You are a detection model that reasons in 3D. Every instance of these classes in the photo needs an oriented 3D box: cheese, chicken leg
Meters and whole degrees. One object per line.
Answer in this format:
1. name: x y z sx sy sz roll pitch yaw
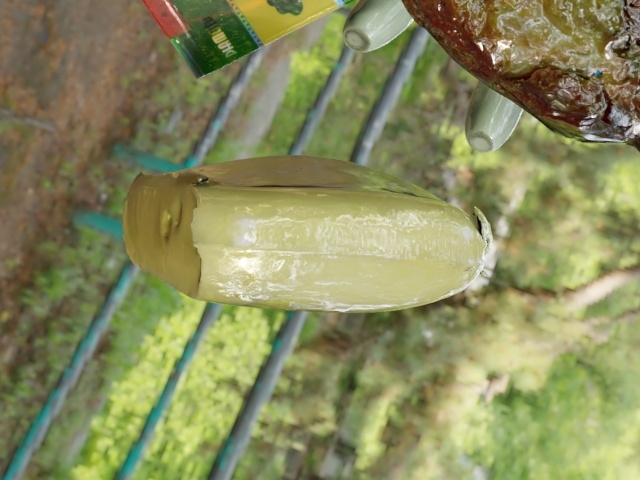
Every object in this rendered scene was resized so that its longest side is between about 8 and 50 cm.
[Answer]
1. cheese: 0.000 0.000 1.195 0.259 0.315 0.128 26 -67 60
2. chicken leg: 0.083 -0.140 0.653 0.106 0.253 0.051 -32 171 -3

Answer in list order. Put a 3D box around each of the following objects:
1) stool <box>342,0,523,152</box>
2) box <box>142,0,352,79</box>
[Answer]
1. stool: 0.157 -0.224 1.204 0.195 0.195 0.199 -42 -169 49
2. box: -0.039 -0.239 1.170 0.132 0.235 0.034 54 21 -30
